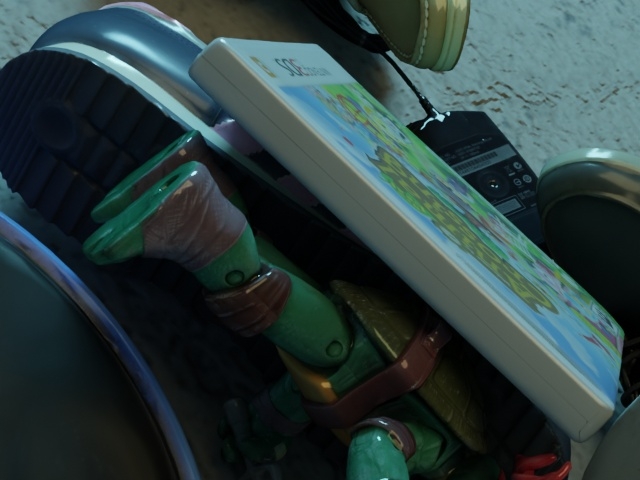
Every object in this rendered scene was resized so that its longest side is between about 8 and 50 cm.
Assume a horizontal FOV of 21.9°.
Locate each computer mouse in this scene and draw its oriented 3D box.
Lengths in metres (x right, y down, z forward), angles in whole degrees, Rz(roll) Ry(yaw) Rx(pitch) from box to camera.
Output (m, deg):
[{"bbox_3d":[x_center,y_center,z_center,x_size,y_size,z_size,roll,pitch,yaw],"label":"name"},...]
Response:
[{"bbox_3d":[0.048,-0.071,0.916,0.071,0.041,0.242,-19,62,-28],"label":"computer mouse"}]

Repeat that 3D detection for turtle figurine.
[{"bbox_3d":[0.003,0.066,0.668,0.118,0.175,0.234,-42,103,-13],"label":"turtle figurine"}]

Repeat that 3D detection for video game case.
[{"bbox_3d":[0.049,-0.011,0.725,0.212,0.023,0.193,44,12,4],"label":"video game case"}]

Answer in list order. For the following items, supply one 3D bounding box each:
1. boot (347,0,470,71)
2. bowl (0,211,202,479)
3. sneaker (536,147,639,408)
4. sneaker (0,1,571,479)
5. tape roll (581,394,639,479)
[{"bbox_3d":[-0.023,-0.165,0.886,0.165,0.077,0.213,-4,47,-23],"label":"boot"},{"bbox_3d":[-0.212,0.117,0.573,0.391,0.077,0.391,17,50,-21],"label":"bowl"},{"bbox_3d":[0.178,0.060,0.831,0.222,0.083,0.118,47,46,-18],"label":"sneaker"},{"bbox_3d":[0.000,0.000,0.778,0.319,0.112,0.131,42,31,-6],"label":"sneaker"},{"bbox_3d":[0.232,0.171,0.667,0.100,0.286,0.286,-9,62,-36],"label":"tape roll"}]
